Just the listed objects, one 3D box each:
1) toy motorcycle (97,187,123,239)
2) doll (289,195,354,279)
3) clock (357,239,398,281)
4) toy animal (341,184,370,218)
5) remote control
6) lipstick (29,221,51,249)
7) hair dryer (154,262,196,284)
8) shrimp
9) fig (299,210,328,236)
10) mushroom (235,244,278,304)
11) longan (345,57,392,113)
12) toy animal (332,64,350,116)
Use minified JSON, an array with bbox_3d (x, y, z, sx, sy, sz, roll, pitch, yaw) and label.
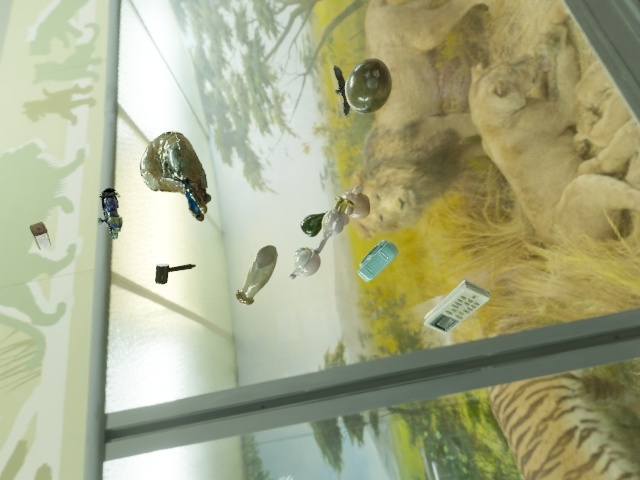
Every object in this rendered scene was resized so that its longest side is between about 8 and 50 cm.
[{"bbox_3d":[-1.034,-0.149,2.064,0.315,0.113,0.169,59,136,29],"label":"toy motorcycle"},{"bbox_3d":[0.001,0.001,1.565,0.094,0.365,0.160,38,180,-22],"label":"doll"},{"bbox_3d":[0.290,0.091,2.136,0.094,0.223,0.274,44,-169,-2],"label":"clock"},{"bbox_3d":[0.196,-0.196,2.291,0.250,0.154,0.167,20,-106,-67],"label":"toy animal"},{"bbox_3d":[0.504,0.256,1.568,0.056,0.102,0.277,-72,8,-46],"label":"remote control"},{"bbox_3d":[-0.947,-0.014,1.418,0.045,0.045,0.145,58,146,3],"label":"lipstick"},{"bbox_3d":[-0.805,0.172,2.333,0.248,0.070,0.114,-9,-66,-53],"label":"hair dryer"},{"bbox_3d":[-0.507,-0.231,1.457,0.446,0.221,0.110,49,179,33],"label":"shrimp"},{"bbox_3d":[-0.028,-0.096,2.217,0.117,0.177,0.117,38,-151,-26],"label":"fig"},{"bbox_3d":[-0.326,0.181,2.173,0.350,0.128,0.128,-57,12,12],"label":"mushroom"},{"bbox_3d":[0.168,-0.540,1.468,0.204,0.159,0.185,-88,18,-67],"label":"longan"},{"bbox_3d":[0.099,-0.653,1.833,0.108,0.062,0.220,-20,-81,-60],"label":"toy animal"}]
